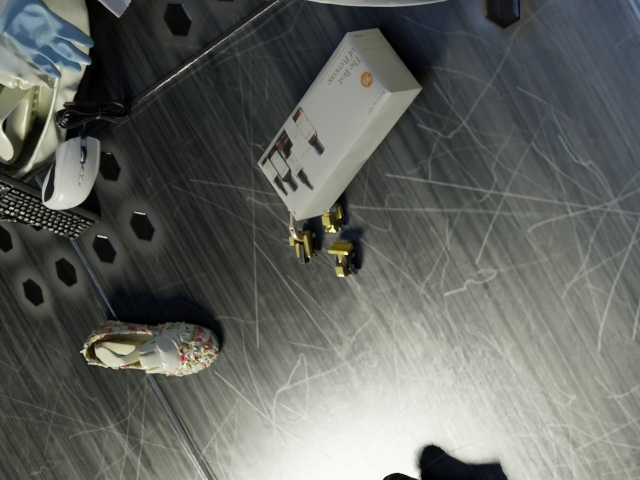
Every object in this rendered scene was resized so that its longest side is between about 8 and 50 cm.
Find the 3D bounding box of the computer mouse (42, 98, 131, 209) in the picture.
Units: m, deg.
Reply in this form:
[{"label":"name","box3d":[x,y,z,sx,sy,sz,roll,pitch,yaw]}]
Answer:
[{"label":"computer mouse","box3d":[-0.336,-0.112,1.878,0.042,0.106,0.193,50,131,36]}]

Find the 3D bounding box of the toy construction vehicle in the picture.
[{"label":"toy construction vehicle","box3d":[0.000,0.000,1.727,0.085,0.035,0.098,6,114,35]}]

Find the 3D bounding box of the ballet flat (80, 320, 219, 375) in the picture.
[{"label":"ballet flat","box3d":[-0.257,0.166,1.977,0.241,0.077,0.091,-3,108,38]}]

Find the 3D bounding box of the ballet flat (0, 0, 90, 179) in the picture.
[{"label":"ballet flat","box3d":[-0.398,-0.218,1.812,0.139,0.139,0.400,40,143,16]}]

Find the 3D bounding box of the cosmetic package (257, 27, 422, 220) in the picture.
[{"label":"cosmetic package","box3d":[0.018,-0.136,1.619,0.099,0.060,0.239,54,133,19]}]

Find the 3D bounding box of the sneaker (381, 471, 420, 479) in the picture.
[{"label":"sneaker","box3d":[0.160,0.340,1.751,0.170,0.063,0.075,27,126,19]}]

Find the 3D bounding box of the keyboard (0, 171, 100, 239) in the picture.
[{"label":"keyboard","box3d":[-0.424,-0.043,1.961,0.108,0.180,0.023,-26,50,41]}]

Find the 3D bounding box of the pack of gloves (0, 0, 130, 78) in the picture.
[{"label":"pack of gloves","box3d":[-0.355,-0.326,1.666,0.232,0.046,0.195,36,106,7]}]

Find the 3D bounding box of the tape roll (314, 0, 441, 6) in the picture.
[{"label":"tape roll","box3d":[0.052,-0.355,1.378,0.246,0.246,0.169,18,122,30]}]
